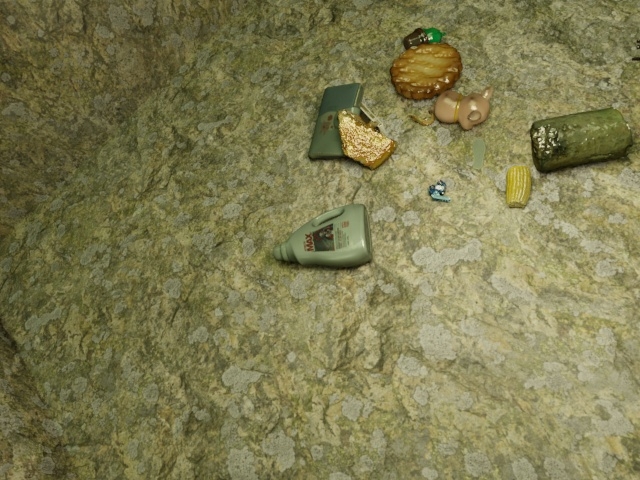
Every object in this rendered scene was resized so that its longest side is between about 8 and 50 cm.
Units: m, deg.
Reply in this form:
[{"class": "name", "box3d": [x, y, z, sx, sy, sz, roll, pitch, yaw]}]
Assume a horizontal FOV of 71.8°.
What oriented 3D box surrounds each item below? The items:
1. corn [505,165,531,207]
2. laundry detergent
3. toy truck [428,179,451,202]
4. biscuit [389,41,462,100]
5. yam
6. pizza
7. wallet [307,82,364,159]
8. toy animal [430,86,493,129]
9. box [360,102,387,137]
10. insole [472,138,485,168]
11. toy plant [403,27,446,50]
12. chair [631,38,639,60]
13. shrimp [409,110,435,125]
[{"class": "corn", "box3d": [0.724, -0.198, 1.622, 0.085, 0.063, 0.165, 9, 68, 16]}, {"class": "laundry detergent", "box3d": [0.000, 0.000, 1.780, 0.398, 0.124, 0.263, -12, 60, 18]}, {"class": "toy truck", "box3d": [0.470, -0.185, 1.730, 0.073, 0.056, 0.090, -31, 69, 9]}, {"class": "biscuit", "box3d": [0.479, -0.763, 2.016, 0.326, 0.107, 0.325, -8, 62, 15]}, {"class": "yam", "box3d": [0.901, -0.357, 1.564, 0.300, 0.195, 0.195, -8, 60, 16]}, {"class": "pizza", "box3d": [0.173, -0.434, 1.883, 0.189, 0.297, 0.071, -55, 12, 12]}, {"class": "wallet", "box3d": [0.071, -0.539, 2.002, 0.252, 0.083, 0.360, 7, 81, 44]}, {"class": "toy animal", "box3d": [0.580, -0.551, 1.838, 0.248, 0.149, 0.165, 18, 86, 41]}, {"class": "box", "box3d": [0.232, -0.535, 1.985, 0.029, 0.109, 0.198, -34, 56, 1]}, {"class": "insole", "box3d": [0.635, -0.350, 1.780, 0.053, 0.002, 0.152, 4, 64, 24]}, {"class": "toy plant", "box3d": [0.501, -0.974, 2.131, 0.201, 0.105, 0.142, -19, 41, -9]}, {"class": "chair", "box3d": [1.307, -0.728, 1.654, 0.213, 0.101, 0.084, 20, 72, 31]}, {"class": "shrimp", "box3d": [0.453, -0.548, 1.955, 0.114, 0.023, 0.083, 27, 72, 26]}]
